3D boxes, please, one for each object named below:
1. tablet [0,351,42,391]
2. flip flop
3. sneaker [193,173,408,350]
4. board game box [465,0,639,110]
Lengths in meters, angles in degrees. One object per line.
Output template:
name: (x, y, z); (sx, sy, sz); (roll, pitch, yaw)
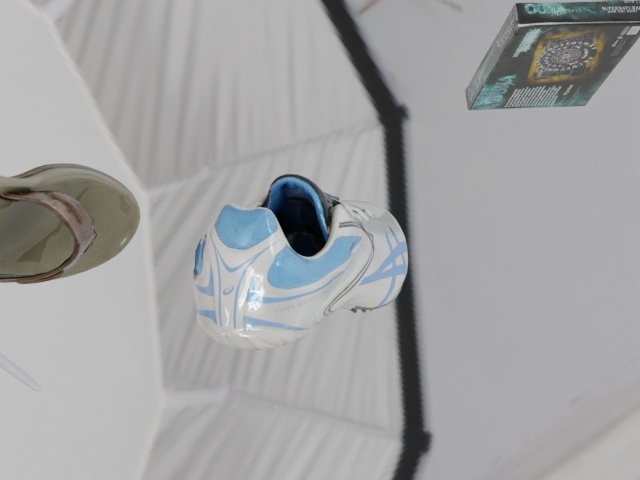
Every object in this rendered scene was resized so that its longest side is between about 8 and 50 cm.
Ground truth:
tablet: (-0.157, 0.042, 0.596); (0.006, 0.054, 0.083); (-55, 159, -13)
flip flop: (-0.239, -0.008, 1.077); (0.112, 0.080, 0.277); (-60, 153, 10)
sneaker: (0.000, 0.000, 0.791); (0.085, 0.086, 0.237); (16, -165, 17)
board game box: (0.219, -0.173, 1.268); (0.126, 0.026, 0.186); (-3, 162, -9)
